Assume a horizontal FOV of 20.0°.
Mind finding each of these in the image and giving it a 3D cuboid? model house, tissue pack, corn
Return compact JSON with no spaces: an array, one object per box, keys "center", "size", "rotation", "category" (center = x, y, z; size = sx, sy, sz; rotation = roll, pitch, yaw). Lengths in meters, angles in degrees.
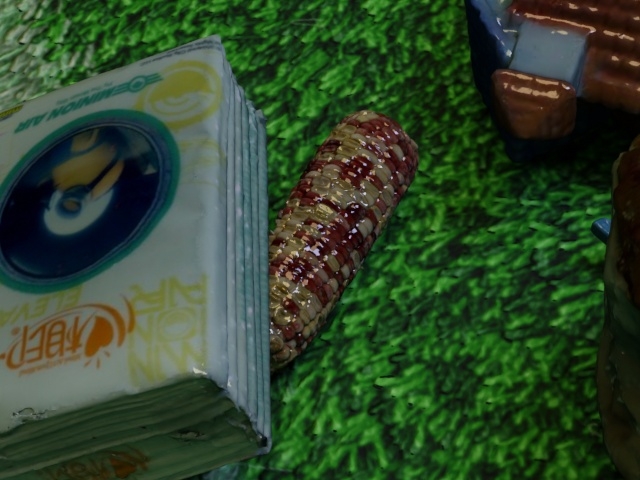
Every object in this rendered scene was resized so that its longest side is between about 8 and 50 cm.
[{"center":[0.278,-0.179,1.721],"size":[0.295,0.252,0.329],"rotation":[13,56,12],"category":"model house"},{"center":[-0.188,0.031,1.598],"size":[0.287,0.162,0.388],"rotation":[-18,48,19],"category":"tissue pack"},{"center":[0.000,0.000,1.688],"size":[0.098,0.098,0.290],"rotation":[20,60,20],"category":"corn"}]

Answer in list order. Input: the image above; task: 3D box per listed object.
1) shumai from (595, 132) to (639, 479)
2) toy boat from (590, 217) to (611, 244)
[{"center":[0.358,0.045,1.439],"size":[0.324,0.323,0.397],"rotation":[-6,42,24],"category":"shumai"},{"center":[0.350,-0.044,1.690],"size":[0.215,0.088,0.102],"rotation":[-22,61,-14],"category":"toy boat"}]
